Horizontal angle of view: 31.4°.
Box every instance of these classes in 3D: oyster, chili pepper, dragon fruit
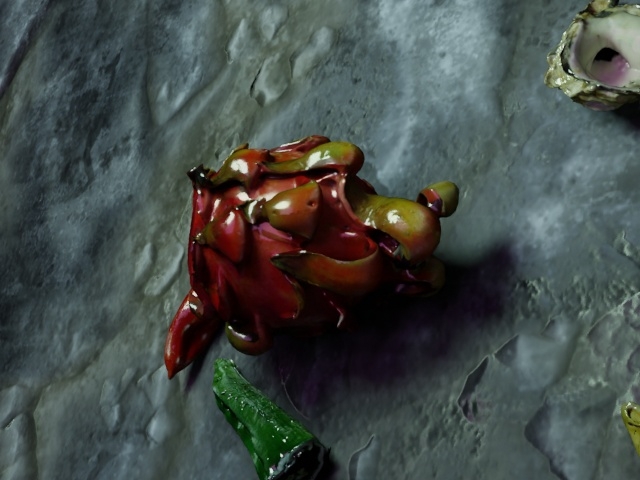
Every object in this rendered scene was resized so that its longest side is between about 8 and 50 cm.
[{"bbox_3d":[0.300,-0.178,1.111,0.163,0.081,0.191,-4,48,16],"label":"oyster"},{"bbox_3d":[-0.070,0.194,1.266,0.088,0.059,0.227,-50,40,5],"label":"chili pepper"},{"bbox_3d":[-0.016,0.005,1.196,0.307,0.243,0.227,15,119,64],"label":"dragon fruit"},{"bbox_3d":[-0.144,0.081,1.385,0.050,0.059,0.191,16,78,37],"label":"chili pepper"}]

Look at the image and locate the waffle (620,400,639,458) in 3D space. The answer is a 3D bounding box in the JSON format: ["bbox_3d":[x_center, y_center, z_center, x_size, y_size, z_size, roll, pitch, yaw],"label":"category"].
[{"bbox_3d":[0.362,0.135,0.893,0.250,0.056,0.261,-33,48,26],"label":"waffle"}]
